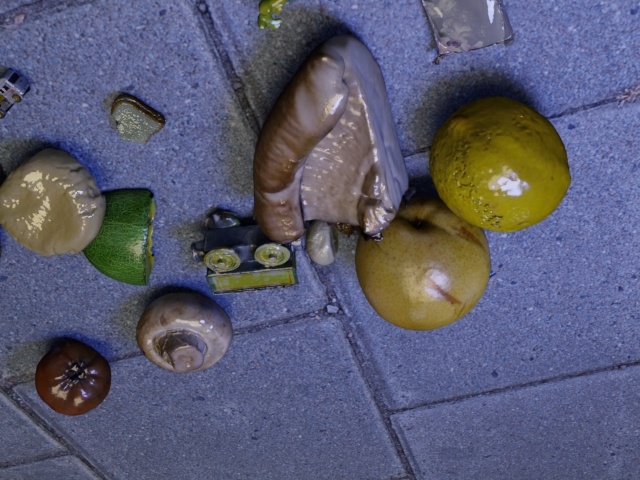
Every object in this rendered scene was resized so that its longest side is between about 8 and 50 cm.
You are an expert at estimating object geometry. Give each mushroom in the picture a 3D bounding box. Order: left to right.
[{"bbox_3d":[-0.340,0.242,1.808,0.255,0.184,0.254,-11,132,-12],"label":"mushroom"},{"bbox_3d":[-0.009,-0.202,1.393,0.314,0.224,0.397,-3,129,19],"label":"mushroom"}]

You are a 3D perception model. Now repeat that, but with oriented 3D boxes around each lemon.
[{"bbox_3d":[0.357,-0.144,1.410,0.310,0.257,0.258,24,129,-34],"label":"lemon"}]

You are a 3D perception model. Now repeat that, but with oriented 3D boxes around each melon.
[{"bbox_3d":[-0.464,0.014,1.611,0.169,0.129,0.265,7,135,-6],"label":"melon"}]

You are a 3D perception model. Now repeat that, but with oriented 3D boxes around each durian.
[{"bbox_3d":[0.068,-0.043,1.616,0.080,0.080,0.091,4,123,-8],"label":"durian"}]

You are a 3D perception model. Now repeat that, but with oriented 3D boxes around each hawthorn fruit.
[{"bbox_3d":[-0.676,0.383,1.937,0.200,0.199,0.251,20,146,-21],"label":"hawthorn fruit"}]

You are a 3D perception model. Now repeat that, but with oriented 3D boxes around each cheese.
[{"bbox_3d":[-0.555,-0.071,1.490,0.226,0.117,0.214,-34,107,27],"label":"cheese"}]

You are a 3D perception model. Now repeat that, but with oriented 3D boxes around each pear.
[{"bbox_3d":[0.223,0.048,1.573,0.315,0.314,0.314,-2,135,-2],"label":"pear"}]

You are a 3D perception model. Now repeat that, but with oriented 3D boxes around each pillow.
[{"bbox_3d":[0.239,-0.432,1.256,0.169,0.059,0.255,-17,135,14],"label":"pillow"}]

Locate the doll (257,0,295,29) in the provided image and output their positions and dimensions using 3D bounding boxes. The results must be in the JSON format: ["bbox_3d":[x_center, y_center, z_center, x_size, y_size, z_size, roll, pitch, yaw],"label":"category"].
[{"bbox_3d":[-0.061,-0.536,1.124,0.341,0.098,0.346,-41,130,16],"label":"doll"}]

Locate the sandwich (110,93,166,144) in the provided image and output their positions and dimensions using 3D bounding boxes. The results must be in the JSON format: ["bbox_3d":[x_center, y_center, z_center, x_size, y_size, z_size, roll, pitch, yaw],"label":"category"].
[{"bbox_3d":[-0.373,-0.239,1.424,0.093,0.035,0.105,-34,127,28],"label":"sandwich"}]

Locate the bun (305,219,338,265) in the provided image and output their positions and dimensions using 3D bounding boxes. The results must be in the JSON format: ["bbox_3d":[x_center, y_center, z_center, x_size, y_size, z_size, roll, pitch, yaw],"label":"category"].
[{"bbox_3d":[0.000,0.000,1.638,0.069,0.115,0.115,-5,135,13],"label":"bun"}]

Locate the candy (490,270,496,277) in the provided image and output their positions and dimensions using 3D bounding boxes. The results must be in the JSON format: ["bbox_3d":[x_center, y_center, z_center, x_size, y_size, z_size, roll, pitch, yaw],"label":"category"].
[{"bbox_3d":[0.358,0.075,1.785,0.136,0.038,0.088,25,142,-16],"label":"candy"}]

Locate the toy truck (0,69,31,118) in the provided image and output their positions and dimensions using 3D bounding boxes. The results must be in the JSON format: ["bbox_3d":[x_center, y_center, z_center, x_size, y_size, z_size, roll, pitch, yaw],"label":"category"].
[{"bbox_3d":[-0.611,-0.273,1.365,0.123,0.052,0.063,-30,123,26],"label":"toy truck"}]

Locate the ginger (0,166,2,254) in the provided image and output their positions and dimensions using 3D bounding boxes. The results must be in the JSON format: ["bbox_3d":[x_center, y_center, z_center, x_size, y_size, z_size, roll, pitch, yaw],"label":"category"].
[{"bbox_3d":[-0.730,-0.037,1.565,0.065,0.118,0.298,0,129,-25],"label":"ginger"}]

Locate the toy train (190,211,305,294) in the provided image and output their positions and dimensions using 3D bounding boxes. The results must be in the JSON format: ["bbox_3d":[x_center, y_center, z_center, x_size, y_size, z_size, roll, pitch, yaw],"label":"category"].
[{"bbox_3d":[-0.158,0.023,1.637,0.261,0.134,0.177,-6,143,3],"label":"toy train"}]
